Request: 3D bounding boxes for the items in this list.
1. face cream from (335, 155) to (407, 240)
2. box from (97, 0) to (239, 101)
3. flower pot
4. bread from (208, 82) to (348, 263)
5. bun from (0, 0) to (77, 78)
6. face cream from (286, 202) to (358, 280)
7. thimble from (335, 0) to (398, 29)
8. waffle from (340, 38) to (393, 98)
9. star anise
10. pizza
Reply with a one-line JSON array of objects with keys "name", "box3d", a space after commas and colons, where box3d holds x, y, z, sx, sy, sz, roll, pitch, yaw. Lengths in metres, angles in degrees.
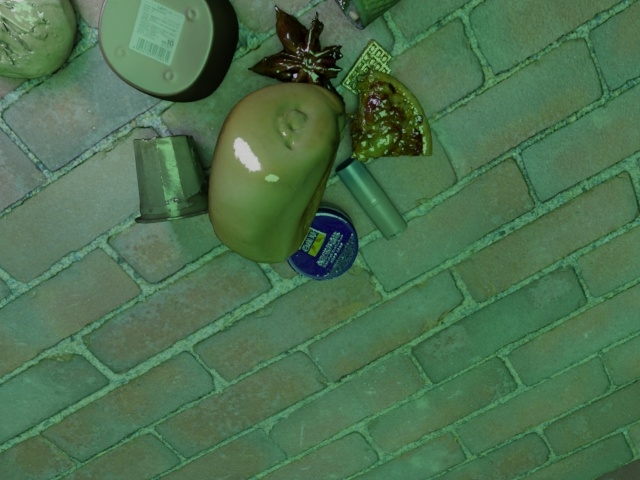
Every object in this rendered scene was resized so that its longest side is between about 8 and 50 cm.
[{"name": "face cream", "box3d": [0.142, -0.115, 1.254, 0.077, 0.077, 0.250, -35, 111, 10]}, {"name": "box", "box3d": [-0.337, -0.449, 1.005, 0.301, 0.216, 0.300, -1, 114, -3]}, {"name": "flower pot", "box3d": [-0.366, -0.159, 1.141, 0.213, 0.212, 0.202, -4, 102, -3]}, {"name": "bread", "box3d": [-0.114, -0.142, 1.035, 0.253, 0.347, 0.376, 21, 146, 2]}, {"name": "bun", "box3d": [-0.693, -0.491, 0.993, 0.288, 0.146, 0.287, -3, 113, -6]}, {"name": "face cream", "box3d": [0.000, 0.000, 1.272, 0.206, 0.111, 0.205, -1, 112, -3]}, {"name": "thimble", "box3d": [0.078, -0.594, 0.950, 0.150, 0.270, 0.270, -35, 111, 11]}, {"name": "waffle", "box3d": [0.124, -0.426, 1.155, 0.092, 0.021, 0.135, 35, 107, -15]}, {"name": "star anise", "box3d": [-0.033, -0.390, 1.098, 0.238, 0.148, 0.346, -16, 117, 26]}, {"name": "pizza", "box3d": [0.166, -0.283, 1.158, 0.229, 0.081, 0.289, -42, 117, -2]}]
